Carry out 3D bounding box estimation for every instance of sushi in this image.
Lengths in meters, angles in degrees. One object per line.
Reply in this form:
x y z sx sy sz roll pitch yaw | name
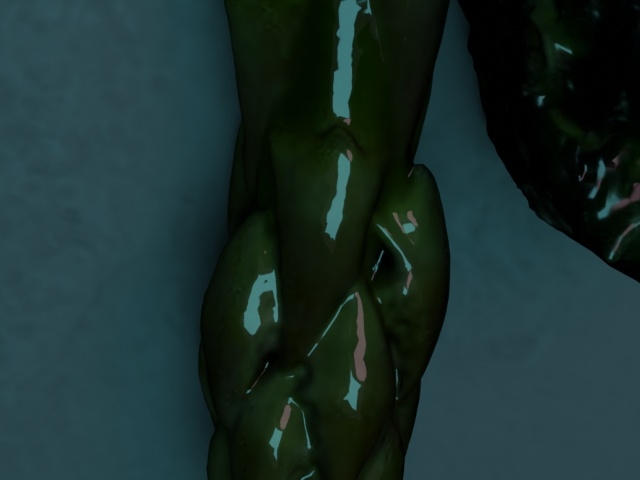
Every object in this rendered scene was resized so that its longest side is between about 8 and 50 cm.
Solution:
0.106 -0.099 0.448 0.124 0.127 0.225 -4 112 -9 | sushi

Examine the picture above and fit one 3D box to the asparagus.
0.000 0.000 0.501 0.080 0.080 0.287 -1 105 -11 | asparagus
